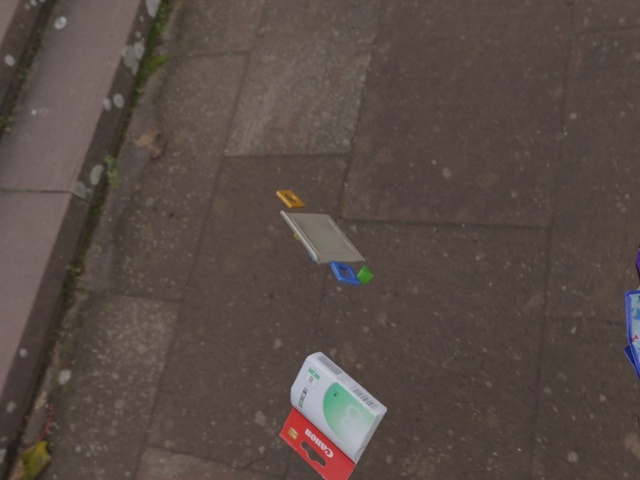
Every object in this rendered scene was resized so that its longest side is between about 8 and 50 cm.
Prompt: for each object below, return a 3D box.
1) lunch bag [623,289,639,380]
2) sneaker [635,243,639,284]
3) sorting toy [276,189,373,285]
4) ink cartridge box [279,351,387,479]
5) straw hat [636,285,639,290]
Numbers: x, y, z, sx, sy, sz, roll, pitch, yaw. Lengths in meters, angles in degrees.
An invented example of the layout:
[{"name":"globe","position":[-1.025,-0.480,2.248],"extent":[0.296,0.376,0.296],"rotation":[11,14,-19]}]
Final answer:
[{"name":"lunch bag","position":[0.526,0.150,0.922],"extent":[0.129,0.096,0.151],"rotation":[10,69,-11]},{"name":"sneaker","position":[0.780,0.116,1.379],"extent":[0.102,0.146,0.293],"rotation":[-1,42,-1]},{"name":"sorting toy","position":[0.000,0.000,1.585],"extent":[0.047,0.196,0.347],"rotation":[-54,54,25]},{"name":"ink cartridge box","position":[0.007,0.361,1.228],"extent":[0.181,0.056,0.224],"rotation":[36,111,28]},{"name":"straw hat","position":[0.594,0.101,1.028],"extent":[0.145,0.144,0.061],"rotation":[-34,34,10]}]
